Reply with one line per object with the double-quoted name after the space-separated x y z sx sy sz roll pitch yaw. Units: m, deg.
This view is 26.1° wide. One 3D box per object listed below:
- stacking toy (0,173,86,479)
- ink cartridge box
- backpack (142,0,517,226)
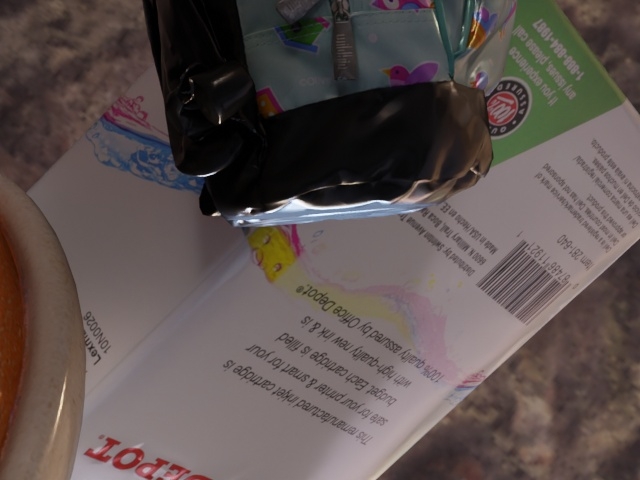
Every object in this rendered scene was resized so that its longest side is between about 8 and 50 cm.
-0.318 -0.026 0.355 0.350 0.350 0.480 -43 -49 -11 "stacking toy"
0.000 0.000 0.615 0.278 0.117 0.201 -44 -38 8 "ink cartridge box"
0.002 -0.098 0.424 0.115 0.152 0.182 -4 -92 -9 "backpack"
